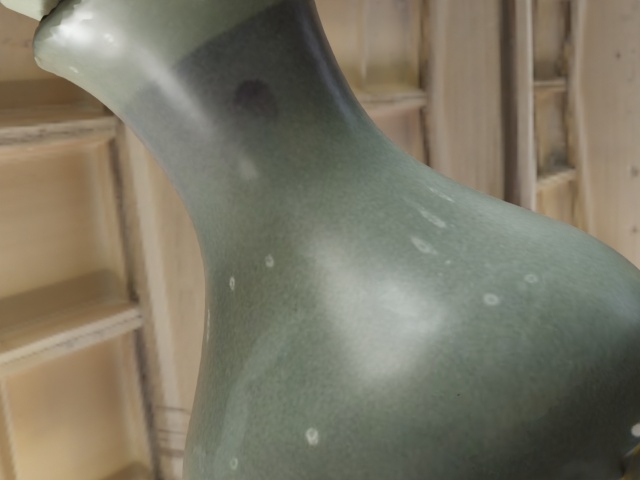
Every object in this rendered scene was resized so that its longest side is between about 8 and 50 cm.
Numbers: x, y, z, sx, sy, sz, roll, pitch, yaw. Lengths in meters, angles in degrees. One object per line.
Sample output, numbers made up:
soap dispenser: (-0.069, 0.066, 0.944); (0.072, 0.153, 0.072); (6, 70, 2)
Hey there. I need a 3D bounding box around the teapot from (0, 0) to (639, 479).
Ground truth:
teapot: (0.000, 0.000, 0.387); (0.251, 0.183, 0.183); (59, -146, -3)
